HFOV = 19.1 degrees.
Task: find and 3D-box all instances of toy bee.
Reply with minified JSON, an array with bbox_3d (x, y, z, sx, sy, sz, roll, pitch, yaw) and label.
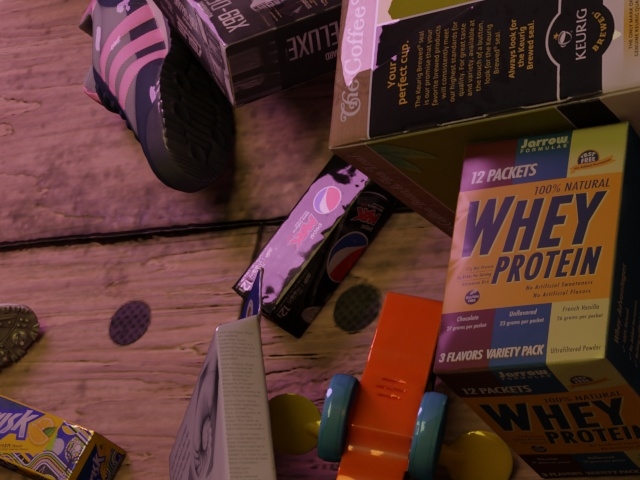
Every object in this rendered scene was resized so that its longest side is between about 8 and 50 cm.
[{"bbox_3d":[0.033,0.183,1.518,0.195,0.162,0.298,26,42,24],"label":"toy bee"}]

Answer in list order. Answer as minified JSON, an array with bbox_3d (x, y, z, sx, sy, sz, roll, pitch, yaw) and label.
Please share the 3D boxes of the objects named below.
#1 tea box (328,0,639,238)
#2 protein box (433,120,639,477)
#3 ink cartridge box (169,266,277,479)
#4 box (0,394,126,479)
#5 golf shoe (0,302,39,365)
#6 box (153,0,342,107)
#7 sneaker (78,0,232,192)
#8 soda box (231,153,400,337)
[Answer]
[{"bbox_3d":[0.204,-0.205,1.554,0.323,0.220,0.329,-8,65,32],"label":"tea box"},{"bbox_3d":[0.200,0.050,1.452,0.136,0.201,0.200,-7,58,30],"label":"protein box"},{"bbox_3d":[-0.086,0.170,1.572,0.045,0.223,0.224,5,52,-14],"label":"ink cartridge box"},{"bbox_3d":[-0.265,0.189,1.764,0.169,0.054,0.059,15,70,39],"label":"box"},{"bbox_3d":[-0.361,0.096,1.882,0.176,0.069,0.086,-22,27,5],"label":"golf shoe"},{"bbox_3d":[-0.041,-0.276,1.838,0.242,0.076,0.307,-23,46,-16],"label":"box"},{"bbox_3d":[-0.172,-0.147,1.897,0.131,0.112,0.319,-34,41,22],"label":"sneaker"},{"bbox_3d":[0.000,0.000,1.715,0.060,0.053,0.169,31,81,41],"label":"soda box"}]
